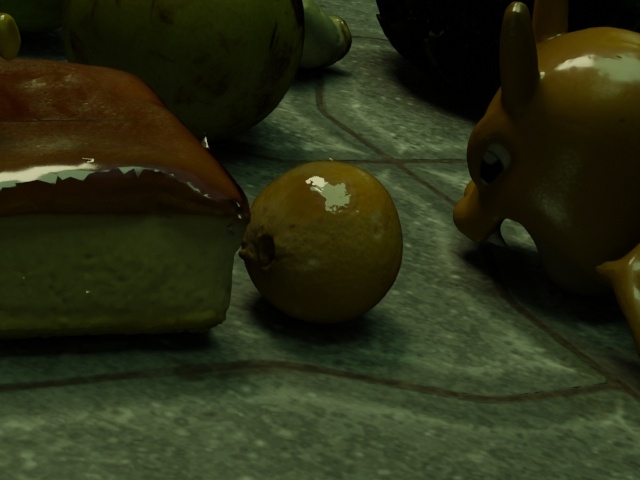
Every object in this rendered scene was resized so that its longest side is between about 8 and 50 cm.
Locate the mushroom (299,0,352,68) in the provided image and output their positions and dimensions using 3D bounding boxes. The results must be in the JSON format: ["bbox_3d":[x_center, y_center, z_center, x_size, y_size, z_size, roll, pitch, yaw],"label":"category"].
[{"bbox_3d":[-0.064,-0.286,1.735,0.107,0.087,0.333,-8,-13,25],"label":"mushroom"}]

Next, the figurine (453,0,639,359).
[{"bbox_3d":[0.336,-0.080,1.244,0.387,0.401,0.268,24,5,13],"label":"figurine"}]

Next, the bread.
[{"bbox_3d":[-0.255,-0.045,1.096,0.333,0.143,0.323,0,24,-27],"label":"bread"}]

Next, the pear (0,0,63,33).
[{"bbox_3d":[-0.383,-0.401,1.698,0.318,0.342,0.238,51,30,22],"label":"pear"}]

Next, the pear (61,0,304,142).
[{"bbox_3d":[-0.143,-0.241,1.463,0.283,0.284,0.283,11,22,-4],"label":"pear"}]

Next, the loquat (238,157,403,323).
[{"bbox_3d":[0.000,0.000,1.135,0.141,0.141,0.141,11,22,-4],"label":"loquat"}]

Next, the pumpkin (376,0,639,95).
[{"bbox_3d":[0.287,-0.359,1.864,0.454,0.344,0.454,17,13,-4],"label":"pumpkin"}]

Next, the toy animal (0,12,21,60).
[{"bbox_3d":[-0.336,-0.169,0.993,0.229,0.156,0.156,16,22,8],"label":"toy animal"}]
